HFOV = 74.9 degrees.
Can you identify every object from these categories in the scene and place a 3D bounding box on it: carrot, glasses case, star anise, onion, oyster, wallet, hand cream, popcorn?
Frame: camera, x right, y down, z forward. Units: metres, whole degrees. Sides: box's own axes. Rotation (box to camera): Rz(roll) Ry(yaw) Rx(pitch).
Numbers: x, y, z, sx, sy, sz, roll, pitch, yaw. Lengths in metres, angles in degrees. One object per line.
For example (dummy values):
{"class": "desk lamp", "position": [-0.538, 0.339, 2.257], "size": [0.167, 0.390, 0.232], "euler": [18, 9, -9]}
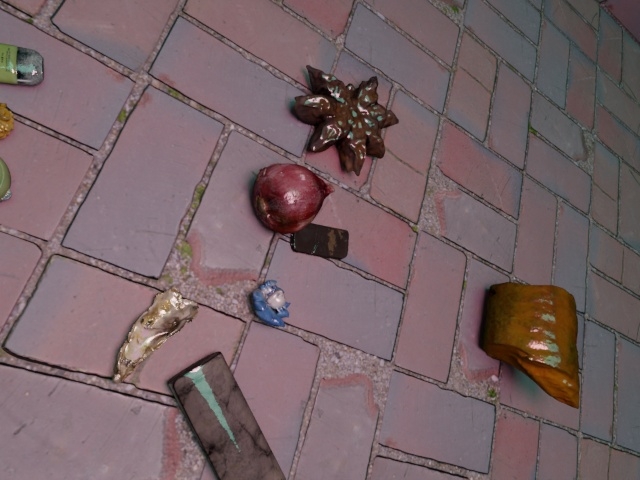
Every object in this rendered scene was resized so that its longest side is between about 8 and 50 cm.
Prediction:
{"class": "carrot", "position": [0.583, 0.266, 1.166], "size": [0.242, 0.242, 0.340], "euler": [24, 65, -23]}
{"class": "glasses case", "position": [-0.179, 0.375, 0.817], "size": [0.114, 0.060, 0.299], "euler": [-28, 94, -31]}
{"class": "star anise", "position": [0.071, -0.329, 1.084], "size": [0.316, 0.108, 0.314], "euler": [2, 85, -24]}
{"class": "onion", "position": [-0.053, -0.100, 0.941], "size": [0.195, 0.160, 0.159], "euler": [-17, 88, -31]}
{"class": "oyster", "position": [-0.322, 0.171, 0.798], "size": [0.200, 0.061, 0.106], "euler": [-32, 78, -33]}
{"class": "wallet", "position": [0.000, 0.000, 1.025], "size": [0.157, 0.018, 0.082], "euler": [12, 73, -27]}
{"class": "hand cream", "position": [-0.598, -0.321, 0.744], "size": [0.175, 0.046, 0.095], "euler": [0, 82, -27]}
{"class": "popcorn", "position": [-0.580, -0.214, 0.725], "size": [0.082, 0.057, 0.083], "euler": [39, 61, -18]}

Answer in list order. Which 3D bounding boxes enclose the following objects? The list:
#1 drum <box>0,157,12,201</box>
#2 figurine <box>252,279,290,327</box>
{"class": "drum", "position": [-0.602, -0.041, 0.678], "size": [0.130, 0.049, 0.252], "euler": [20, 70, -24]}
{"class": "figurine", "position": [-0.102, 0.142, 0.900], "size": [0.114, 0.079, 0.114], "euler": [52, 16, -21]}
